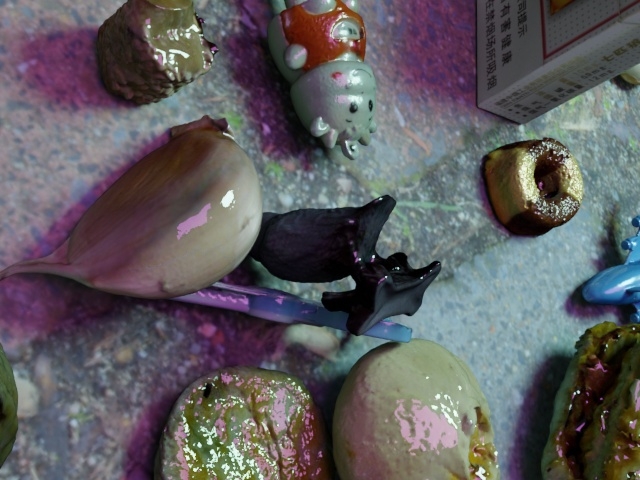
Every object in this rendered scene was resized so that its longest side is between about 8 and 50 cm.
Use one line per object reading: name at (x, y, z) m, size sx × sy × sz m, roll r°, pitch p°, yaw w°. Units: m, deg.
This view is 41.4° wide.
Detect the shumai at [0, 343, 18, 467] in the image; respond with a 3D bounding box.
shumai at (-0.343, 0.089, 0.568) m, size 0.218 × 0.189 × 0.255 m, roll -40°, pitch 115°, yaw -18°

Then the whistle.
whistle at (0.002, -0.207, 0.918) m, size 0.102 × 0.106 × 0.253 m, roll 12°, pitch 60°, yaw -75°

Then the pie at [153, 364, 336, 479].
pie at (-0.065, 0.203, 0.774) m, size 0.187 × 0.041 × 0.186 m, roll 12°, pitch 68°, yaw -31°

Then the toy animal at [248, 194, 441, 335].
toy animal at (-0.003, -0.004, 0.780) m, size 0.121 × 0.210 × 0.117 m, roll -19°, pitch 128°, yaw -52°

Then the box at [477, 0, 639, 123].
box at (0.329, -0.303, 1.020) m, size 0.095 × 0.330 × 0.210 m, roll 15°, pitch 67°, yaw -29°

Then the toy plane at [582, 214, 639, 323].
toy plane at (0.456, 0.046, 1.140) m, size 0.271 × 0.105 × 0.253 m, roll -14°, pitch 98°, yaw -40°

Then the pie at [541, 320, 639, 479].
pie at (0.437, 0.298, 0.998) m, size 0.395 × 0.180 × 0.417 m, roll 13°, pitch 76°, yaw -30°

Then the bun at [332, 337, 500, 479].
bun at (0.113, 0.201, 0.824) m, size 0.222 × 0.128 × 0.222 m, roll 9°, pitch 77°, yaw -41°

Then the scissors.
scissors at (-0.041, 0.062, 0.809) m, size 0.256 × 0.125 × 0.030 m, roll 12°, pitch 90°, yaw -17°

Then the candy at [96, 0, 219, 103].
candy at (-0.158, -0.181, 0.795) m, size 0.085 × 0.110 × 0.095 m, roll -20°, pitch 98°, yaw -46°

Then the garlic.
garlic at (-0.148, -0.005, 0.731) m, size 0.267 × 0.149 × 0.128 m, roll -39°, pitch 109°, yaw -37°

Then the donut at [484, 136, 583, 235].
donut at (0.276, -0.073, 1.083) m, size 0.141 × 0.059 × 0.140 m, roll 9°, pitch 74°, yaw -31°

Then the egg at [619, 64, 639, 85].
egg at (0.481, -0.270, 1.273) m, size 0.083 × 0.071 × 0.071 m, roll 41°, pitch 57°, yaw -18°
